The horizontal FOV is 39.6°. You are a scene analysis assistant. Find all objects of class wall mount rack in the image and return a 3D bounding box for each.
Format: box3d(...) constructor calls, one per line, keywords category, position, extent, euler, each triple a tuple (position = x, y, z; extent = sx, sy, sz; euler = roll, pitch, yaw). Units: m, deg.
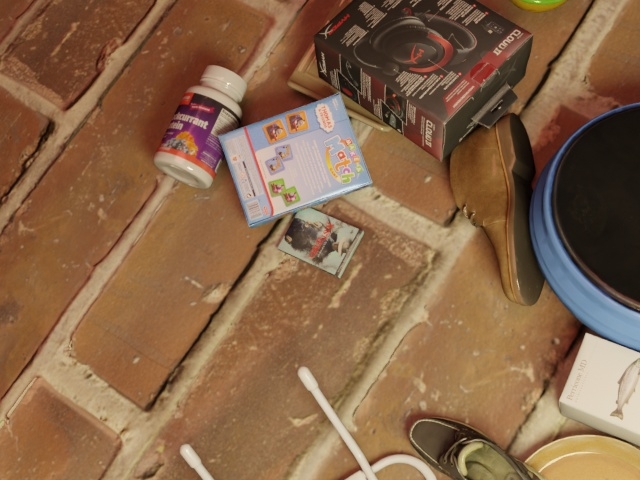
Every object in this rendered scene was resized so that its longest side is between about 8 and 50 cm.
box3d(category="wall mount rack", position=(-0.024, 0.369, 1.241), extent=(0.350, 0.130, 0.304), euler=(-33, 65, 1))

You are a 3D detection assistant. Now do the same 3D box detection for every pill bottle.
box3d(category="pill bottle", position=(-0.198, -0.196, 1.514), extent=(0.108, 0.108, 0.194), euler=(18, 76, 21))

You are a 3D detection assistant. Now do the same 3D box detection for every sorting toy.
box3d(category="sorting toy", position=(0.123, -0.290, 1.501), extent=(0.307, 0.041, 0.229), euler=(29, 79, 20))

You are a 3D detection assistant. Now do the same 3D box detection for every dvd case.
box3d(category="dvd case", position=(0.000, 0.000, 1.437), extent=(0.119, 0.013, 0.087), euler=(25, 79, 22))

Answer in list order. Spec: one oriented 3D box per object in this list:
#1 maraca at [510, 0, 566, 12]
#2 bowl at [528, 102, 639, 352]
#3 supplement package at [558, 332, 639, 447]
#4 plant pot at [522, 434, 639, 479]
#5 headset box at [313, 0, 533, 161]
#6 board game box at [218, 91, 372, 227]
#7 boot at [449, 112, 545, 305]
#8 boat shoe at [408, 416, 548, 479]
box3d(category="maraca", position=(0.371, -0.437, 1.453), extent=(0.127, 0.099, 0.185), euler=(35, 56, 22))
box3d(category="bowl", position=(0.490, -0.031, 1.226), extent=(0.391, 0.077, 0.391), euler=(-2, 60, 4))
box3d(category="supplement package", position=(0.422, 0.213, 1.186), extent=(0.179, 0.105, 0.105), euler=(20, 77, 22))
box3d(category="plant pot", position=(0.362, 0.380, 1.181), extent=(0.236, 0.032, 0.236), euler=(-5, 69, 13))
box3d(category="headset box", position=(0.169, -0.279, 1.388), extent=(0.293, 0.110, 0.218), euler=(37, 72, 21))
box3d(category="board game box", position=(-0.041, -0.130, 1.447), extent=(0.211, 0.039, 0.160), euler=(-19, 83, 2))
box3d(category="boot", position=(0.267, -0.037, 1.341), extent=(0.115, 0.112, 0.305), euler=(-18, 61, 30))
box3d(category="boat shoe", position=(0.209, 0.297, 1.212), extent=(0.223, 0.073, 0.080), euler=(26, 78, 37))
